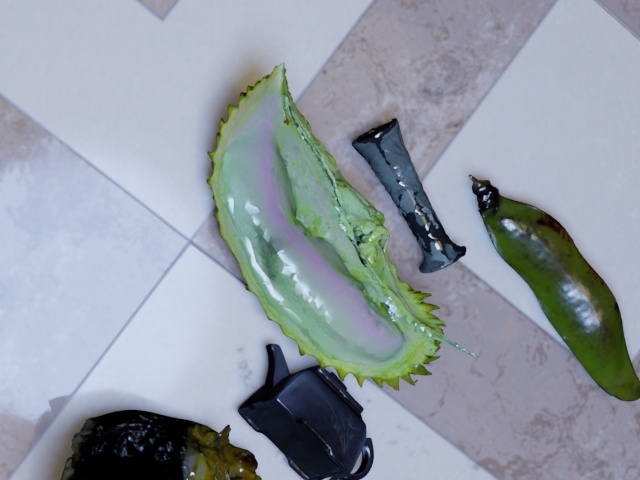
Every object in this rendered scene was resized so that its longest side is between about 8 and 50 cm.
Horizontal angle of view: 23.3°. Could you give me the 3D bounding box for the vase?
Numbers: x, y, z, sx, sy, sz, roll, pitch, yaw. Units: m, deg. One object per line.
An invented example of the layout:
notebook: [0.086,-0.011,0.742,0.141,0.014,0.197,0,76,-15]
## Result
vase: [0.097,-0.047,1.688,0.059,0.059,0.167,-31,100,-11]

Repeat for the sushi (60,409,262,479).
sushi: [-0.164,0.283,1.580,0.204,0.213,0.200,10,113,-2]

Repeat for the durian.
durian: [0.000,0.004,1.606,0.157,0.169,0.355,-35,95,-14]

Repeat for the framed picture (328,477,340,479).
framed picture: [-0.051,0.517,1.697,0.446,0.028,0.326,-39,102,-10]

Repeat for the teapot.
teapot: [-0.005,0.184,1.668,0.177,0.087,0.096,47,55,-13]

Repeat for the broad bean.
broad bean: [0.272,0.049,1.739,0.077,0.061,0.339,-39,101,-2]
